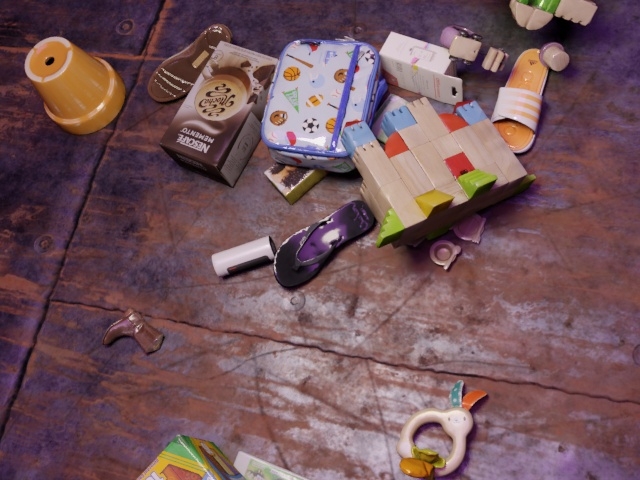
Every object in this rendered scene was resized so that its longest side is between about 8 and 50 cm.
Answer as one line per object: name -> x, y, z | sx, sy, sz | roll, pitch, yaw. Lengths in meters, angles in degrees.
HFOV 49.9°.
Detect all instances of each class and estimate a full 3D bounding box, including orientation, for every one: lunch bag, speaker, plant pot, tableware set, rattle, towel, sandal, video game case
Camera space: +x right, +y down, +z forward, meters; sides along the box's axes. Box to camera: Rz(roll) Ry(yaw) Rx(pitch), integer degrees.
lunch bag -> 0.013, -0.304, 1.499 | 0.243, 0.115, 0.303 | 9, 71, 15
speaker -> -0.167, 0.035, 1.503 | 0.136, 0.055, 0.055 | -18, 66, 6
plant pot -> -0.622, -0.398, 1.708 | 0.205, 0.188, 0.205 | -5, 68, 12
tableware set -> 0.251, -0.026, 1.445 | 0.168, 0.020, 0.141 | 35, 81, 22
rattle -> 0.220, 0.335, 1.252 | 0.200, 0.143, 0.130 | -46, 48, 0
towel -> 0.189, -0.254, 1.550 | 0.152, 0.023, 0.113 | 35, 83, 21
sandal -> 0.000, -0.001, 1.461 | 0.254, 0.054, 0.097 | -40, 88, -4
sandal -> 0.431, -0.317, 1.483 | 0.102, 0.076, 0.265 | 12, 73, 18
video game case -> -0.098, 0.532, 1.311 | 0.212, 0.023, 0.193 | 16, 74, 19

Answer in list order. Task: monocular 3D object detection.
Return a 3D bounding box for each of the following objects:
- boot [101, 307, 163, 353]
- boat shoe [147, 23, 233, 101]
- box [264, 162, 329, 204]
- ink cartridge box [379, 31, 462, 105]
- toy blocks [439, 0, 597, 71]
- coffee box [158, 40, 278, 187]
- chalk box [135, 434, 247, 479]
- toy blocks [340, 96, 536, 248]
boot -> -0.410, 0.218, 1.504 | 0.114, 0.037, 0.106 | 38, 84, 19
boat shoe -> -0.317, -0.439, 1.715 | 0.257, 0.095, 0.095 | -33, 107, 14
box -> -0.009, -0.190, 1.551 | 0.232, 0.058, 0.087 | -42, 66, -5
ink cartridge box -> 0.238, -0.380, 1.533 | 0.198, 0.115, 0.067 | 25, 76, 20
toy blocks -> 0.419, -0.540, 1.473 | 0.288, 0.309, 0.260 | 12, 31, -15
coffee box -> -0.220, -0.296, 1.609 | 0.168, 0.119, 0.297 | 22, 76, 20
chalk box -> -0.193, 0.519, 1.229 | 0.289, 0.179, 0.180 | 40, 83, 24
toy blocks -> 0.215, -0.163, 1.383 | 0.381, 0.191, 0.261 | -23, 70, -17
